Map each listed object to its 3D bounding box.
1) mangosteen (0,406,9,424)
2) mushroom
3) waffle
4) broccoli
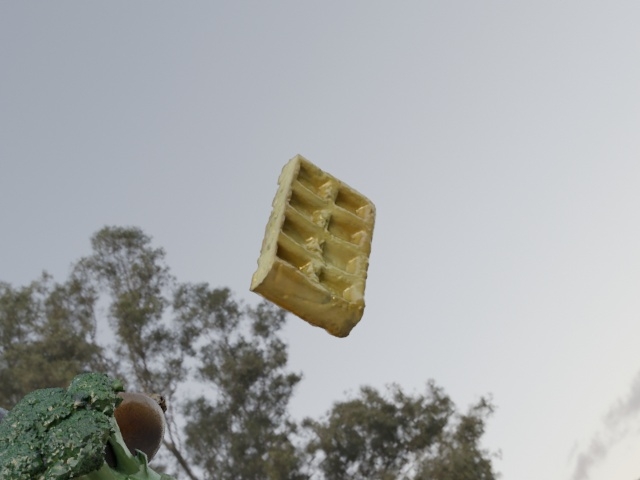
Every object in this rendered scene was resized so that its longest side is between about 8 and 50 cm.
[{"bbox_3d":[-0.579,0.393,1.030,0.288,0.288,0.288,-30,-38,-27],"label":"mangosteen"},{"bbox_3d":[-0.479,0.453,1.538,0.278,0.163,0.297,-14,-31,-26],"label":"mushroom"},{"bbox_3d":[0.000,0.000,0.989,0.168,0.274,0.057,30,-47,-18],"label":"waffle"},{"bbox_3d":[-0.326,0.313,0.888,0.270,0.270,0.270,24,-72,-18],"label":"broccoli"}]
